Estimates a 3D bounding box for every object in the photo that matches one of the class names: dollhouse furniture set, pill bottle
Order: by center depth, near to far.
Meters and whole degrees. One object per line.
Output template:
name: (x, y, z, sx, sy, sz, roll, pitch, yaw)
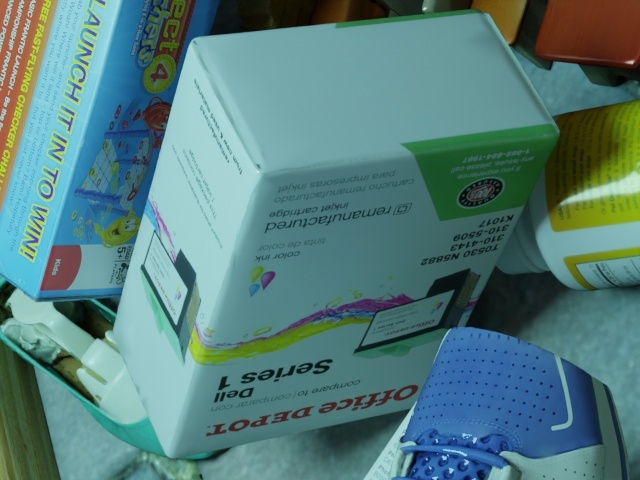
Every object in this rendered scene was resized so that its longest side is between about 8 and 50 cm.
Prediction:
pill bottle: (0.211, -0.032, 1.180, 0.215, 0.117, 0.117, -8, 66, 30)
dollhouse furniture set: (0.214, -0.235, 1.251, 0.262, 0.135, 0.259, 9, 76, 35)

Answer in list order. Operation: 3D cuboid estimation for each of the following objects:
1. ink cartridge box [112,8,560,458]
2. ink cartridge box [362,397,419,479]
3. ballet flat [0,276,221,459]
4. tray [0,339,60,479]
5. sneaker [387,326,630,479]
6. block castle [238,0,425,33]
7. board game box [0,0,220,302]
ink cartridge box: (0.000, 0.000, 1.172, 0.117, 0.201, 0.278, 63, 149, 33)
ink cartridge box: (0.069, 0.210, 1.149, 0.086, 0.148, 0.203, 35, 92, 37)
ballet flat: (-0.167, 0.089, 1.392, 0.247, 0.087, 0.083, 28, 85, 37)
tray: (-0.279, 0.275, 1.397, 0.203, 0.076, 0.411, -31, 57, 19)
sneaker: (0.054, 0.190, 0.961, 0.127, 0.182, 0.315, 5, 74, 35)
block castle: (-0.080, -0.215, 1.386, 0.303, 0.213, 0.453, -2, 69, 32)
board game box: (-0.210, -0.160, 1.258, 0.302, 0.086, 0.308, 31, 111, 37)
